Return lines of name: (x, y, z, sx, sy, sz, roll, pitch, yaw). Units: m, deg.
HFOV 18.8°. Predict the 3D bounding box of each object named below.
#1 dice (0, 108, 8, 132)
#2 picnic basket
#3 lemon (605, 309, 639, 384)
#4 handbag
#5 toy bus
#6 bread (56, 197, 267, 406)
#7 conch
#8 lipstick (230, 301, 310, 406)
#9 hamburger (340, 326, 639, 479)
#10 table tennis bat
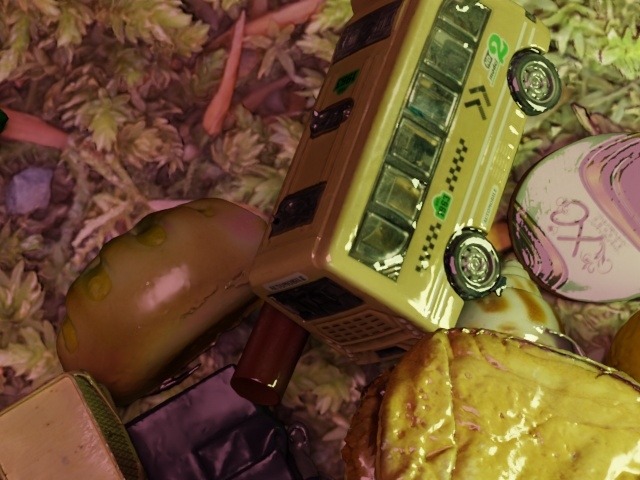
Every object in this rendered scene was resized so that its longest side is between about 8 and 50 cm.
dice: (-0.414, -0.120, 2.024, 0.120, 0.131, 0.128, 38, 87, 15)
picnic basket: (-0.238, 0.217, 1.842, 0.115, 0.079, 0.164, -29, 72, 7)
lemon: (0.371, 0.132, 1.803, 0.231, 0.192, 0.192, -24, 74, 8)
handbag: (-0.074, 0.302, 1.878, 0.269, 0.118, 0.325, -31, 75, 8)
toy bus: (0.081, -0.078, 1.844, 0.202, 0.177, 0.365, 32, 63, -23)
bread: (-0.167, 0.048, 1.930, 0.261, 0.156, 0.158, -37, 76, -1)
conch: (0.176, 0.136, 1.858, 0.183, 0.149, 0.275, 9, 74, -3)
lipstick: (0.000, 0.000, 1.910, 0.057, 0.057, 0.356, 17, 62, 13)
hamburger: (0.160, 0.199, 1.672, 0.283, 0.144, 0.259, 26, 59, -4)
table tennis bat: (0.338, -0.035, 1.936, 0.301, 0.022, 0.173, -15, 76, 8)
